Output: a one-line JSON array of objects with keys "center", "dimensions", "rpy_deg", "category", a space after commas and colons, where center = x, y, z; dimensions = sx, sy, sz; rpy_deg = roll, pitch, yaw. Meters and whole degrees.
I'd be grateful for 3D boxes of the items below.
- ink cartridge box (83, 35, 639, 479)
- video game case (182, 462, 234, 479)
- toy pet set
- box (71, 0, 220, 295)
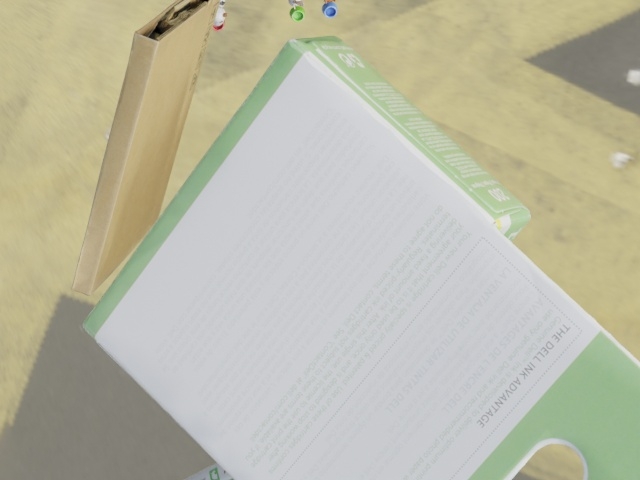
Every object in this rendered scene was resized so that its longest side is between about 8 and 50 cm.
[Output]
[{"center": [0.030, 0.051, 0.720], "dimensions": [0.235, 0.056, 0.171], "rpy_deg": [43, 111, 13], "category": "ink cartridge box"}, {"center": [0.006, 0.202, 1.556], "dimensions": [0.212, 0.193, 0.023], "rpy_deg": [6, 62, -42], "category": "video game case"}, {"center": [-0.044, -0.232, 1.534], "dimensions": [0.122, 0.065, 0.114], "rpy_deg": [-9, 126, -4], "category": "toy pet set"}, {"center": [-0.127, -0.077, 1.245], "dimensions": [0.021, 0.164, 0.201], "rpy_deg": [21, 113, 5], "category": "box"}]
